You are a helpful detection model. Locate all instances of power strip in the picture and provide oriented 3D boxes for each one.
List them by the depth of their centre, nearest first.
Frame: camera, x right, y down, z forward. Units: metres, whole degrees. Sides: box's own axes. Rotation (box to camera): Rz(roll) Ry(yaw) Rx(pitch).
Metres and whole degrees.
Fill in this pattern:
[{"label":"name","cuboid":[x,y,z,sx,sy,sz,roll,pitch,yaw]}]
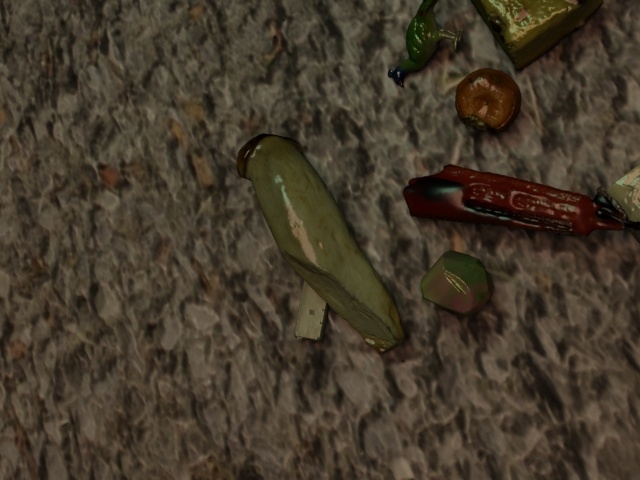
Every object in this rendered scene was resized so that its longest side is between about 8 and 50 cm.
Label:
[{"label":"power strip","cuboid":[-0.010,0.093,1.114,0.040,0.016,0.090,8,82,19]}]

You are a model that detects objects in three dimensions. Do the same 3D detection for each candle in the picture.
[{"label":"candle","cuboid":[0.239,-0.043,1.020,0.301,0.059,0.084,14,74,33]}]

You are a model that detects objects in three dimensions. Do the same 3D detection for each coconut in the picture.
[{"label":"coconut","cuboid":[0.174,0.054,1.034,0.081,0.082,0.083,-47,26,30]}]

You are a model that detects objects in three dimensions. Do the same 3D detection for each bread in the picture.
[{"label":"bread","cuboid":[0.226,-0.414,1.103,0.138,0.077,0.361,-31,73,11]}]

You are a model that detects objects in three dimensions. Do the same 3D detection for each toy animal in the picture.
[{"label":"toy animal","cuboid":[0.162,-0.295,1.090,0.075,0.041,0.217,30,121,8]}]

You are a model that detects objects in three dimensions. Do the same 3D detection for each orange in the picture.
[{"label":"orange","cuboid":[0.217,-0.183,1.071,0.086,0.062,0.086,5,110,15]}]

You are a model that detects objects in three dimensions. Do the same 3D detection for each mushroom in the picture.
[{"label":"mushroom","cuboid":[-0.003,0.001,1.084,0.333,0.107,0.087,61,144,16]}]

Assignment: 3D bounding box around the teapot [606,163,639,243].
[{"label":"teapot","cuboid":[0.433,-0.004,0.964,0.107,0.077,0.200,-35,71,9]}]
